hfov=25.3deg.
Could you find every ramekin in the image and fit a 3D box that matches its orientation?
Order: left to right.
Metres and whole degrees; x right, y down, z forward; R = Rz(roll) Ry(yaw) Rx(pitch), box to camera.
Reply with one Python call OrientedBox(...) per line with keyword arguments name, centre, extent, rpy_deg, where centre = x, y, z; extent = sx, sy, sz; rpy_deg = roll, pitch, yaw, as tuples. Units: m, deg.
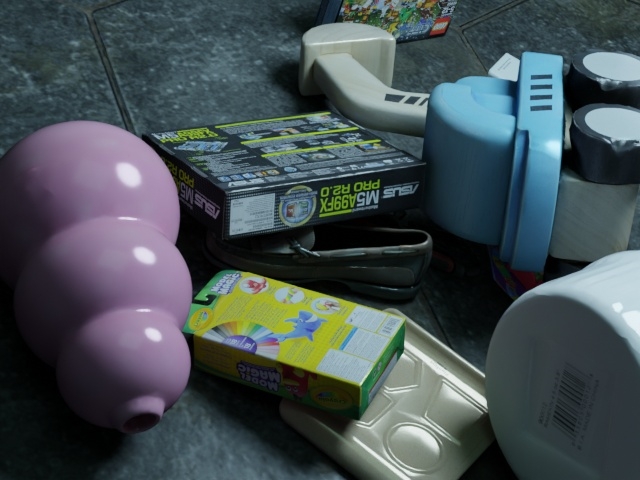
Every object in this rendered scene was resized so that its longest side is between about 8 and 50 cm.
OrientedBox(name="ramekin", centre=(0.295, 0.156, 1.457), extent=(0.135, 0.277, 0.277), rpy_deg=(-11, 50, -36))

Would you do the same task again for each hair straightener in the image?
OrientedBox(name="hair straightener", centre=(0.109, -0.016, 1.748), extent=(0.230, 0.047, 0.089), rpy_deg=(17, 41, -6))

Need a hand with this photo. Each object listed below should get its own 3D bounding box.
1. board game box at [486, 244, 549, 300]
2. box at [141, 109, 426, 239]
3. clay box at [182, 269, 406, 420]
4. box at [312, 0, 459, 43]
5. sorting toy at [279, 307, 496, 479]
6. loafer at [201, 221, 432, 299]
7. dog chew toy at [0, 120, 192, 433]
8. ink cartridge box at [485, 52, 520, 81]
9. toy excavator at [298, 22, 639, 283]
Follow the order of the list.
OrientedBox(name="board game box", centre=(0.268, 0.025, 1.758), extent=(0.133, 0.033, 0.169), rpy_deg=(23, 37, -23))
OrientedBox(name="box", centre=(-0.045, -0.083, 1.680), extent=(0.270, 0.060, 0.216), rpy_deg=(-10, 26, -31))
OrientedBox(name="clay box", centre=(-0.035, 0.105, 1.516), extent=(0.222, 0.053, 0.127), rpy_deg=(15, 37, 20))
OrientedBox(name="box", centre=(0.107, -0.354, 2.033), extent=(0.233, 0.159, 0.044), rpy_deg=(-15, 50, -35))
OrientedBox(name="sorting toy", centre=(0.085, 0.183, 1.531), extent=(0.193, 0.038, 0.208), rpy_deg=(36, 46, 16))
OrientedBox(name="loafer", centre=(0.000, 0.000, 1.653), extent=(0.267, 0.084, 0.096), rpy_deg=(9, 41, -15))
OrientedBox(name="dog chew toy", centre=(-0.221, 0.041, 1.433), extent=(0.206, 0.206, 0.332), rpy_deg=(-4, 54, -27))
OrientedBox(name="ink cartridge box", centre=(0.287, -0.147, 1.911), extent=(0.175, 0.127, 0.072), rpy_deg=(32, 38, 10))
OrientedBox(name="toy excavator", centre=(0.174, -0.140, 1.760), extent=(0.445, 0.222, 0.433), rpy_deg=(8, 33, 4))
